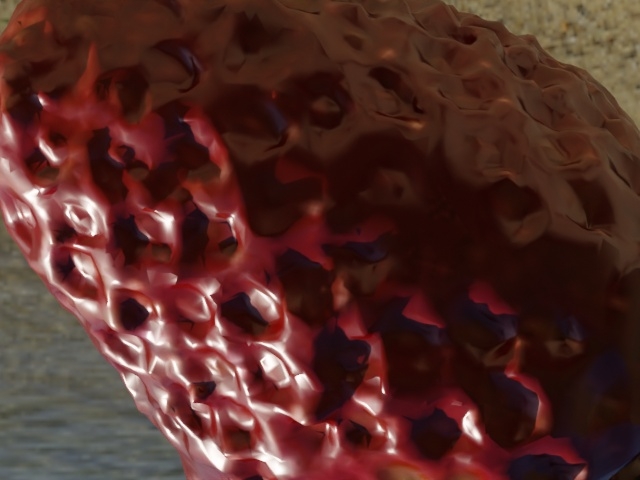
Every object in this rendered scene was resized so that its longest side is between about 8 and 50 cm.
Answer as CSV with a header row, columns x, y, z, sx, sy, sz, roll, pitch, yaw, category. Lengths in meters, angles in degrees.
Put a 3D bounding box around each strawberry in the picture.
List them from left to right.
x,y,z,sx,sy,sz,roll,pitch,yaw,category
0.000,0.000,0.409,0.244,0.205,0.205,34,143,-21,strawberry
